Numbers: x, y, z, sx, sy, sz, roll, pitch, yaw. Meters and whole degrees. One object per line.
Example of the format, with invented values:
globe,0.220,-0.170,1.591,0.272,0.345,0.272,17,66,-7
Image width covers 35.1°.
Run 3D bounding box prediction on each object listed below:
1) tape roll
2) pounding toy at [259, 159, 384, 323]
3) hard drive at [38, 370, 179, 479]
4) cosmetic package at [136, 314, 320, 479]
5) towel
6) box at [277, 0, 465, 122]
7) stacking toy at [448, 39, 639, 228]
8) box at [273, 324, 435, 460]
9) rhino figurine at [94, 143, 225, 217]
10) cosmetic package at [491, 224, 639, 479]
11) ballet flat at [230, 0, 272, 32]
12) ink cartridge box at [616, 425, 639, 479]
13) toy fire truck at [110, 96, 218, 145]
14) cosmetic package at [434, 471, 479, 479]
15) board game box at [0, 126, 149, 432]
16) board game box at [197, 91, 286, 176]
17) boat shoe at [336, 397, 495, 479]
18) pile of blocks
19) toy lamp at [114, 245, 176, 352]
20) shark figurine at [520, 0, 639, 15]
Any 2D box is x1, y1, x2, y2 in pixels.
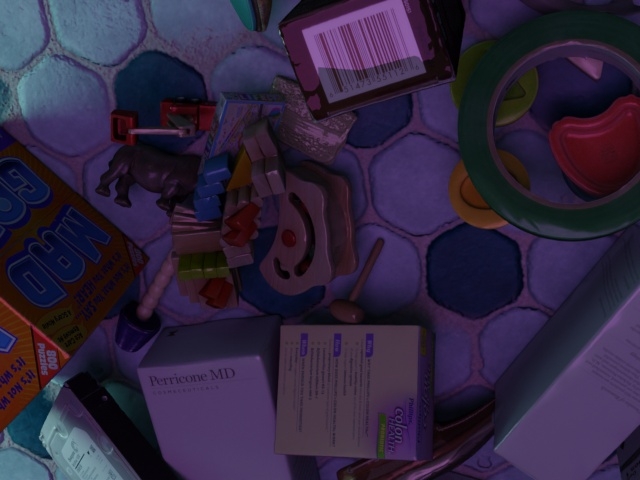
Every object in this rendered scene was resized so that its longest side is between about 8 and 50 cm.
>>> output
tape roll,0.357,-0.160,1.433,0.321,0.077,0.321,-1,87,13
pounding toy,0.000,0.000,1.670,0.154,0.155,0.270,5,106,39
hard drive,-0.365,0.421,1.815,0.339,0.064,0.237,49,137,12
cosmetic package,-0.145,0.376,1.805,0.230,0.161,0.453,-8,110,14
towel,-0.025,-0.192,1.615,0.148,0.027,0.110,27,114,-1
box,0.082,-0.295,1.357,0.191,0.381,0.143,-15,111,17
stacking toy,0.340,-0.168,1.543,0.308,0.130,0.280,-10,84,12
box,0.059,0.251,1.670,0.243,0.117,0.214,-2,78,20
rhino figurine,-0.238,-0.094,1.661,0.243,0.073,0.106,14,74,4
cosmetic package,0.439,0.189,1.590,0.156,0.217,0.385,32,116,-3
ballet flat,-0.132,-0.480,1.476,0.123,0.123,0.349,-23,109,19
ink cartridge box,0.565,0.338,1.624,0.092,0.219,0.160,36,114,-6
toy fire truck,-0.220,-0.186,1.593,0.192,0.135,0.047,6,114,8
cosmetic package,0.184,0.474,1.829,0.231,0.085,0.117,17,115,6
board game box,-0.572,0.094,1.656,0.356,0.356,0.356,43,114,-8
board game box,-0.125,-0.159,1.585,0.103,0.026,0.154,-1,129,-31
boat shoe,0.171,0.355,1.732,0.324,0.123,0.116,-32,70,-7
pile of blocks,-0.157,-0.018,1.577,0.149,0.113,0.362,14,125,-12
toy lamp,-0.280,0.081,1.750,0.080,0.080,0.275,31,116,-3
shark figurine,0.317,-0.363,1.434,0.278,0.116,0.166,34,116,-3
